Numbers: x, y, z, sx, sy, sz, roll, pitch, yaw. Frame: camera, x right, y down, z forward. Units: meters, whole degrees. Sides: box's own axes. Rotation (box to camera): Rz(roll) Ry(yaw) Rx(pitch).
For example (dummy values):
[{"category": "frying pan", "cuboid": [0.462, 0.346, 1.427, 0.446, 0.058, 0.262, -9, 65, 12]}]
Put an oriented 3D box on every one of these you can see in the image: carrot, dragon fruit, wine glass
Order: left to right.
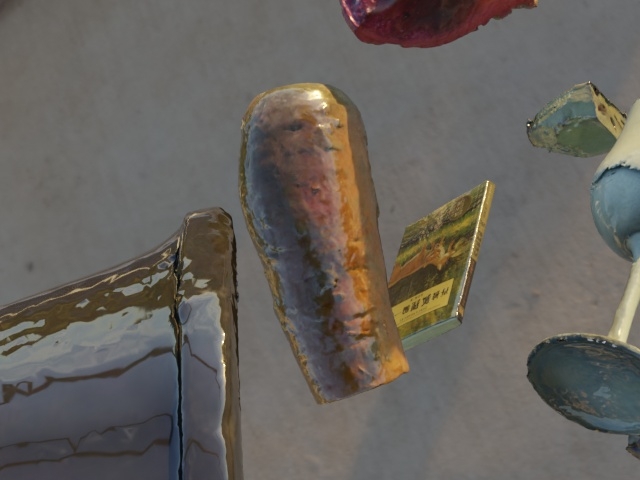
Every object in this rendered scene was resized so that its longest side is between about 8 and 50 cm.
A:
[{"category": "carrot", "cuboid": [0.000, 0.000, 1.165, 0.139, 0.139, 0.301, -18, 85, 33]}, {"category": "dragon fruit", "cuboid": [0.135, -0.292, 1.197, 0.262, 0.211, 0.134, -42, 51, 10]}, {"category": "wine glass", "cuboid": [0.174, 0.003, 0.650, 0.079, 0.079, 0.195, -3, 43, 37]}]

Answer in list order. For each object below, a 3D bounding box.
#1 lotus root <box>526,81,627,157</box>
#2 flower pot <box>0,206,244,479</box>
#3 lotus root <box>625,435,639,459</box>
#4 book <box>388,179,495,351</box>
[{"category": "lotus root", "cuboid": [0.395, -0.171, 1.891, 0.144, 0.143, 0.070, -22, 60, 40]}, {"category": "flower pot", "cuboid": [-0.154, 0.179, 0.626, 0.251, 0.379, 0.379, -1, 77, -5]}, {"category": "lotus root", "cuboid": [0.353, 0.200, 0.938, 0.182, 0.183, 0.310, -67, 27, 7]}, {"category": "book", "cuboid": [0.142, 0.039, 1.529, 0.160, 0.024, 0.228, -31, 29, 44]}]
